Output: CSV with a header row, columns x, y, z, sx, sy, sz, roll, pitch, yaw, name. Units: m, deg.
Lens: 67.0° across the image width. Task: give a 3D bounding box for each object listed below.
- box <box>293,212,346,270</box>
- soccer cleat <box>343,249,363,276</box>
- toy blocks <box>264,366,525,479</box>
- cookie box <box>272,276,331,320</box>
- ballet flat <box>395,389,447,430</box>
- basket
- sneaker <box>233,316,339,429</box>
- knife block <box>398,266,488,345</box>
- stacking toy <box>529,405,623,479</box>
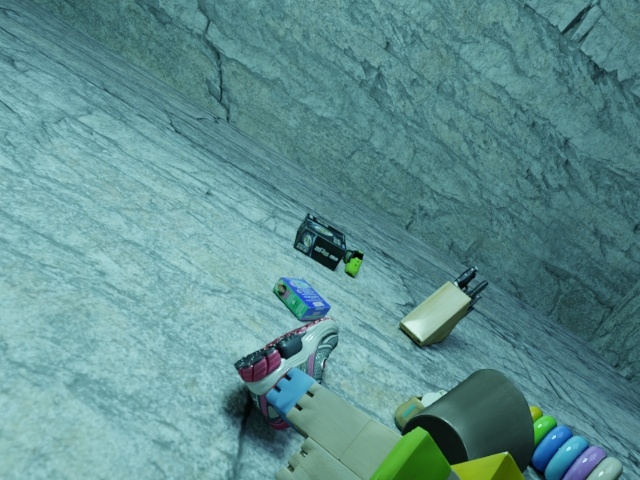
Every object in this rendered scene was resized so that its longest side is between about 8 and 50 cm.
x,y,z,sx,sy,sz,roll,pitch,yaw,name
0.000,0.000,1.531,0.147,0.078,0.180,30,16,-7,box
0.112,0.059,1.584,0.060,0.072,0.179,31,15,-8,soccer cleat
0.068,0.294,0.511,0.260,0.190,0.382,10,-41,56,toy blocks
-0.042,0.133,1.109,0.107,0.040,0.091,42,18,32,cookie box
0.234,0.339,0.972,0.080,0.073,0.232,42,17,34,ballet flat
0.253,0.342,0.842,0.154,0.205,0.226,-8,-9,43,basket
-0.039,0.208,0.797,0.112,0.120,0.299,65,20,5,sneaker
0.375,0.182,1.413,0.088,0.242,0.275,41,17,30,knife block
0.490,0.442,1.103,0.141,0.141,0.330,17,16,-46,stacking toy
